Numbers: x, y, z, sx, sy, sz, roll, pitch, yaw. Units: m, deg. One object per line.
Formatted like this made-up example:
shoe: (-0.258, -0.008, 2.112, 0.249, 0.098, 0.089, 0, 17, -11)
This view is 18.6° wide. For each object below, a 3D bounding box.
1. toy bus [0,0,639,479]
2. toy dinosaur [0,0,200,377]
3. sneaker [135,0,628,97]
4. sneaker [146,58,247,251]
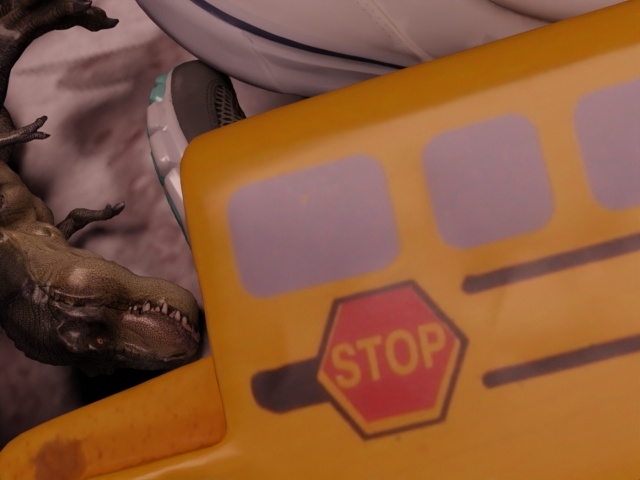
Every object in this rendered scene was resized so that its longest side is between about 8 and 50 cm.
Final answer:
toy bus: (0.083, 0.015, 0.444, 0.332, 0.108, 0.130, -16, 80, 16)
toy dinosaur: (-0.130, -0.039, 0.703, 0.268, 0.064, 0.118, 22, 83, 45)
sneaker: (0.038, -0.091, 0.581, 0.258, 0.091, 0.094, 19, 44, 35)
sneaker: (0.000, 0.000, 0.597, 0.076, 0.065, 0.166, -26, 52, -1)
